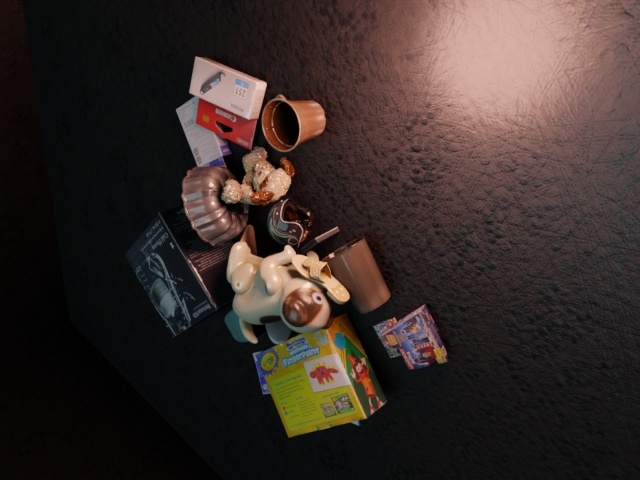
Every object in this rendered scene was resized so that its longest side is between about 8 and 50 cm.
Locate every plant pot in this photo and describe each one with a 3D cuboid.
[{"bbox_3d":[-0.078,-0.391,1.464,0.166,0.165,0.167,18,120,34],"label":"plant pot"},{"bbox_3d":[-0.334,0.367,2.031,0.234,0.165,0.166,-32,88,50],"label":"plant pot"}]

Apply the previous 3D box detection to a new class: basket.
[{"bbox_3d":[0.132,0.127,1.542,0.204,0.154,0.227,-27,95,51],"label":"basket"}]

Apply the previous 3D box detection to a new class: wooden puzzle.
[{"bbox_3d":[-0.308,0.074,1.831,0.044,0.239,0.221,-4,111,5],"label":"wooden puzzle"}]

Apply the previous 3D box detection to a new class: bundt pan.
[{"bbox_3d":[-0.394,-0.151,1.755,0.124,0.331,0.331,-15,100,19],"label":"bundt pan"}]

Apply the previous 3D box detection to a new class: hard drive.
[{"bbox_3d":[0.000,0.000,1.598,0.094,0.135,0.022,-37,84,43],"label":"hard drive"}]

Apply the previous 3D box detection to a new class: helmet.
[{"bbox_3d":[-0.120,-0.065,1.651,0.161,0.169,0.170,28,127,7],"label":"helmet"}]

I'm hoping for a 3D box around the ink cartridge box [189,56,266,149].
[{"bbox_3d":[-0.364,-0.514,1.670,0.296,0.066,0.261,28,117,19],"label":"ink cartridge box"}]

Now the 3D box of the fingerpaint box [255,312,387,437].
[{"bbox_3d":[-0.011,0.545,1.779,0.444,0.163,0.371,-33,77,37],"label":"fingerpaint box"}]

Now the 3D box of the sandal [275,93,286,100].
[{"bbox_3d":[-0.157,-0.432,1.590,0.072,0.049,0.180,38,129,21],"label":"sandal"}]

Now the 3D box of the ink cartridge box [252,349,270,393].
[{"bbox_3d":[-0.228,0.623,2.124,0.206,0.045,0.209,-24,80,43],"label":"ink cartridge box"}]

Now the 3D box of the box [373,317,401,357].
[{"bbox_3d":[0.263,0.356,1.616,0.094,0.027,0.137,-28,90,44],"label":"box"}]

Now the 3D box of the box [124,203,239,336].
[{"bbox_3d":[-0.598,0.126,2.051,0.479,0.297,0.472,-33,89,43],"label":"box"}]

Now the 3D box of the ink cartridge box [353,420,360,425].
[{"bbox_3d":[0.023,0.666,1.933,0.370,0.069,0.176,5,112,41],"label":"ink cartridge box"}]

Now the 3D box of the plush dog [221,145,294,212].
[{"bbox_3d":[-0.207,-0.203,1.648,0.225,0.263,0.211,7,147,48],"label":"plush dog"}]

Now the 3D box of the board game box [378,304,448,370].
[{"bbox_3d":[0.311,0.342,1.524,0.194,0.060,0.194,-24,95,33],"label":"board game box"}]

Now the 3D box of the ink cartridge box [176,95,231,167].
[{"bbox_3d":[-0.480,-0.434,1.850,0.185,0.065,0.311,-12,99,41],"label":"ink cartridge box"}]

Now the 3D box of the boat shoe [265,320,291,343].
[{"bbox_3d":[-0.192,0.308,1.844,0.105,0.113,0.306,108,151,-43],"label":"boat shoe"}]

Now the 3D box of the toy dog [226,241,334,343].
[{"bbox_3d":[-0.142,0.201,1.613,0.407,0.284,0.396,10,74,40],"label":"toy dog"}]

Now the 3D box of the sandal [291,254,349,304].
[{"bbox_3d":[0.012,0.107,1.484,0.240,0.088,0.079,41,133,10],"label":"sandal"}]
